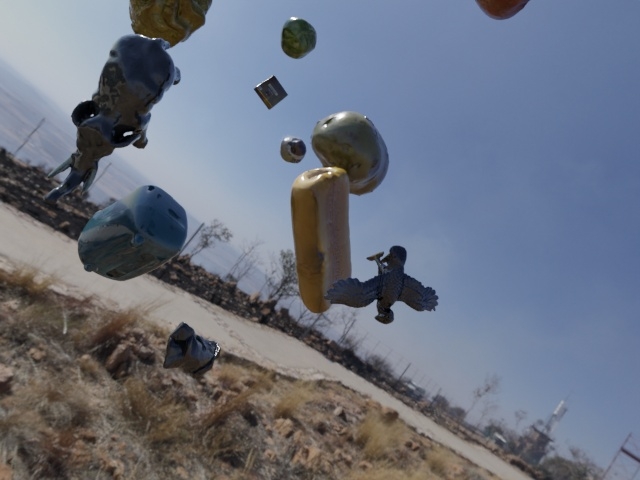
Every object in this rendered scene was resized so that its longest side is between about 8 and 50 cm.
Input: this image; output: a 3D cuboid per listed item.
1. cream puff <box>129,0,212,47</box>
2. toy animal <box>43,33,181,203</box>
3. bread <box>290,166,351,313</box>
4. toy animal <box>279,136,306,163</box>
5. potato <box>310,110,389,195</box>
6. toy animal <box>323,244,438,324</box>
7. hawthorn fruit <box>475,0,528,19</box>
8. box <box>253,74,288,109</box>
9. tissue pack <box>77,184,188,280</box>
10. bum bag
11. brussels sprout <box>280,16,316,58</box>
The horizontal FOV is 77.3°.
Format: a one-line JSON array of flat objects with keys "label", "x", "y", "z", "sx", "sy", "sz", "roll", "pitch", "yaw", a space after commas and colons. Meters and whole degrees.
[{"label": "cream puff", "x": -0.564, "y": -0.869, "z": 1.437, "sx": 0.274, "sy": 0.324, "sz": 0.270, "roll": 59, "pitch": -1, "yaw": 23}, {"label": "toy animal", "x": -0.280, "y": -0.166, "z": 0.548, "sx": 0.082, "sy": 0.269, "sz": 0.137, "roll": 31, "pitch": -7, "yaw": -17}, {"label": "bread", "x": 0.000, "y": 0.000, "z": 0.795, "sx": 0.091, "sy": 0.142, "sz": 0.304, "roll": 15, "pitch": -54, "yaw": 27}, {"label": "toy animal", "x": -0.090, "y": -0.317, "z": 1.441, "sx": 0.098, "sy": 0.098, "sz": 0.137, "roll": 36, "pitch": -4, "yaw": 26}, {"label": "potato", "x": 0.073, "y": -0.196, "z": 0.909, "sx": 0.165, "sy": 0.165, "sz": 0.262, "roll": 37, "pitch": 6, "yaw": 19}, {"label": "toy animal", "x": 0.098, "y": 0.065, "z": 0.576, "sx": 0.220, "sy": 0.107, "sz": 0.062, "roll": 14, "pitch": -22, "yaw": -32}, {"label": "hawthorn fruit", "x": 0.429, "y": -0.641, "z": 0.943, "sx": 0.200, "sy": 0.179, "sz": 0.179, "roll": 39, "pitch": -8, "yaw": -2}, {"label": "box", "x": -0.179, "y": -0.546, "z": 1.471, "sx": 0.023, "sy": 0.133, "sz": 0.090, "roll": -24, "pitch": -66, "yaw": 41}, {"label": "tissue pack", "x": -0.529, "y": -0.004, "z": 1.132, "sx": 0.198, "sy": 0.288, "sz": 0.206, "roll": 48, "pitch": 27, "yaw": -46}, {"label": "bum bag", "x": -0.424, "y": 0.373, "z": 1.319, "sx": 0.095, "sy": 0.143, "sz": 0.340, "roll": 18, "pitch": -23, "yaw": 14}, {"label": "brussels sprout", "x": -0.083, "y": -0.761, "z": 1.510, "sx": 0.117, "sy": 0.155, "sz": 0.155, "roll": 46, "pitch": -1, "yaw": 42}]
